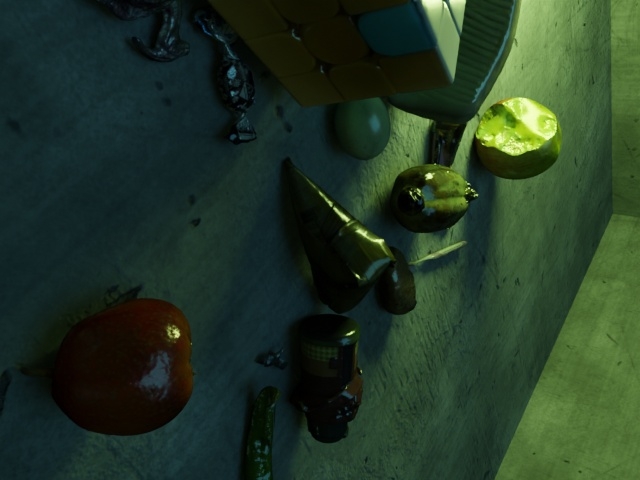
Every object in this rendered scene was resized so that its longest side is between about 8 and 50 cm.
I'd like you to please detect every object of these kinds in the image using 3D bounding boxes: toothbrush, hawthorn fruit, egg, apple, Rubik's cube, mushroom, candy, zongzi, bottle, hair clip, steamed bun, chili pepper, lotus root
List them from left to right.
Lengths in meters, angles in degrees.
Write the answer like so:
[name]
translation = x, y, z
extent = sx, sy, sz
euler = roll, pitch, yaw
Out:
[hawthorn fruit]
translation = -0.285, 0.173, 0.809
extent = 0.226, 0.196, 0.196
euler = -1, 103, -22
[candy]
translation = -0.147, -0.262, 0.953
extent = 0.094, 0.051, 0.226
euler = -32, 123, -31
[chili pepper]
translation = -0.116, 0.443, 1.174
extent = 0.085, 0.077, 0.358
euler = -57, 151, -68
[zongzi]
translation = 0.000, 0.000, 1.203
extent = 0.123, 0.289, 0.260
euler = -39, 170, -23
[bottle]
translation = 0.013, 0.302, 1.252
extent = 0.143, 0.156, 0.271
euler = -70, 162, -73
[Rubik's cube]
translation = 0.048, -0.417, 0.917
extent = 0.291, 0.292, 0.290
euler = 40, 55, -52
[egg]
translation = 0.085, -0.238, 1.203
extent = 0.114, 0.114, 0.152
euler = -41, 126, -39
[mushroom]
translation = 0.188, 0.120, 1.479
extent = 0.094, 0.072, 0.209
euler = -32, 125, -33
[lotus root]
translation = 0.262, -0.106, 1.445
extent = 0.309, 0.173, 0.173
euler = -8, 106, -52
[toothbrush]
translation = 0.330, 0.047, 1.681
extent = 0.354, 0.024, 0.029
euler = -18, 119, -49
[hair clip]
translation = 0.344, -0.181, 1.611
extent = 0.110, 0.096, 0.358
euler = -87, 174, -56
[steamed bun]
translation = 0.297, -0.453, 1.297
extent = 0.236, 0.247, 0.383
euler = -30, 134, -72
[apple]
translation = 0.597, -0.304, 1.761
extent = 0.246, 0.226, 0.246
euler = -17, 112, -51

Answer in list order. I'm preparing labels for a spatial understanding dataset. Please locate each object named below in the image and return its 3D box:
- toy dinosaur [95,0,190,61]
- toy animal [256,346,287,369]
[toy dinosaur]
translation = -0.240, -0.365, 0.774
extent = 0.294, 0.077, 0.162
euler = 43, 68, -49
[toy animal]
translation = -0.091, 0.234, 1.183
extent = 0.084, 0.028, 0.050
euler = 28, 79, -49
